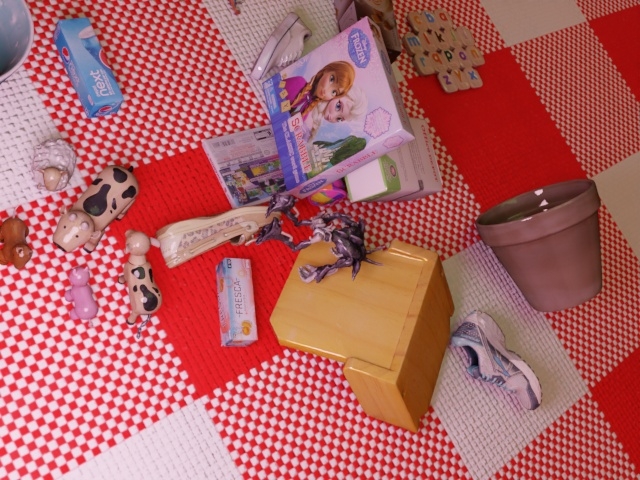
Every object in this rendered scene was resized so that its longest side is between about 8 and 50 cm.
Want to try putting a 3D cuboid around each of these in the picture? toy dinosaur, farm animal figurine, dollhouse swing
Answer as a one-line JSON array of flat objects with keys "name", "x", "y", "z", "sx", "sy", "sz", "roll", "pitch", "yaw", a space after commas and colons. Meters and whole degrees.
[{"name": "toy dinosaur", "x": -0.227, "y": -0.620, "z": 1.945, "sx": 0.090, "sy": 0.047, "sz": 0.082, "roll": 4, "pitch": 72, "yaw": 7}, {"name": "farm animal figurine", "x": -0.430, "y": -0.018, "z": 1.450, "sx": 0.330, "sy": 0.172, "sz": 0.327, "roll": 25, "pitch": 58, "yaw": -19}, {"name": "dollhouse swing", "x": 0.100, "y": 0.201, "z": 1.738, "sx": 0.347, "sy": 0.305, "sz": 0.315, "roll": -67, "pitch": 149, "yaw": -34}]

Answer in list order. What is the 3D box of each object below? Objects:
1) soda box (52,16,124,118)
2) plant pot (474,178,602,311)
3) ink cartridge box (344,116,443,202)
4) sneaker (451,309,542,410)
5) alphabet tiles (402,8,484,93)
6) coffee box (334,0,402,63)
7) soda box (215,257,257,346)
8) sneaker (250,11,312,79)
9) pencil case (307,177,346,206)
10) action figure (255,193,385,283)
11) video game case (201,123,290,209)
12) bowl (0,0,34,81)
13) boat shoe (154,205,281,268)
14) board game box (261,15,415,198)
[{"name": "soda box", "x": -0.503, "y": -0.374, "z": 1.636, "sx": 0.071, "sy": 0.067, "sz": 0.210, "roll": -19, "pitch": 80, "yaw": -35}, {"name": "plant pot", "x": 0.607, "y": 0.023, "z": 1.999, "sx": 0.323, "sy": 0.323, "sz": 0.280, "roll": -30, "pitch": 102, "yaw": -37}, {"name": "ink cartridge box", "x": 0.171, "y": -0.202, "z": 1.869, "sx": 0.273, "sy": 0.114, "sz": 0.198, "roll": -4, "pitch": 78, "yaw": -52}, {"name": "sneaker", "x": 0.427, "y": 0.317, "z": 1.871, "sx": 0.122, "sy": 0.110, "sz": 0.283, "roll": -38, "pitch": 88, "yaw": -19}, {"name": "alphabet tiles", "x": 0.373, "y": -0.571, "z": 2.279, "sx": 0.284, "sy": 0.021, "sz": 0.278, "roll": -18, "pitch": 79, "yaw": -35}, {"name": "coffee box", "x": 0.127, "y": -0.611, "z": 2.101, "sx": 0.141, "sy": 0.098, "sz": 0.247, "roll": 5, "pitch": 66, "yaw": -29}, {"name": "soda box", "x": -0.179, "y": 0.132, "z": 1.603, "sx": 0.063, "sy": 0.058, "sz": 0.183, "roll": 5, "pitch": 65, "yaw": -29}, {"name": "sneaker", "x": -0.091, "y": -0.484, "z": 1.915, "sx": 0.091, "sy": 0.094, "sz": 0.258, "roll": 34, "pitch": 54, "yaw": -8}, {"name": "pencil case", "x": 0.012, "y": -0.201, "z": 1.847, "sx": 0.104, "sy": 0.104, "sz": 0.236, "roll": 11, "pitch": 64, "yaw": -27}, {"name": "action figure", "x": 0.000, "y": 0.000, "z": 1.650, "sx": 0.275, "sy": 0.141, "sz": 0.164, "roll": 24, "pitch": 61, "yaw": -22}, {"name": "video game case", "x": -0.156, "y": -0.173, "z": 1.780, "sx": 0.201, "sy": 0.023, "sz": 0.183, "roll": -20, "pitch": 80, "yaw": -37}, {"name": "bowl", "x": -0.726, "y": -0.383, "z": 1.447, "sx": 0.311, "sy": 0.163, "sz": 0.312, "roll": 13, "pitch": 62, "yaw": -26}, {"name": "boat shoe", "x": -0.211, "y": -0.010, "z": 1.631, "sx": 0.285, "sy": 0.104, "sz": 0.089, "roll": -14, "pitch": 81, "yaw": -25}, {"name": "board game box", "x": 0.031, "y": -0.305, "z": 1.755, "sx": 0.066, "sy": 0.318, "sz": 0.319, "roll": 22, "pitch": 47, "yaw": -53}]
